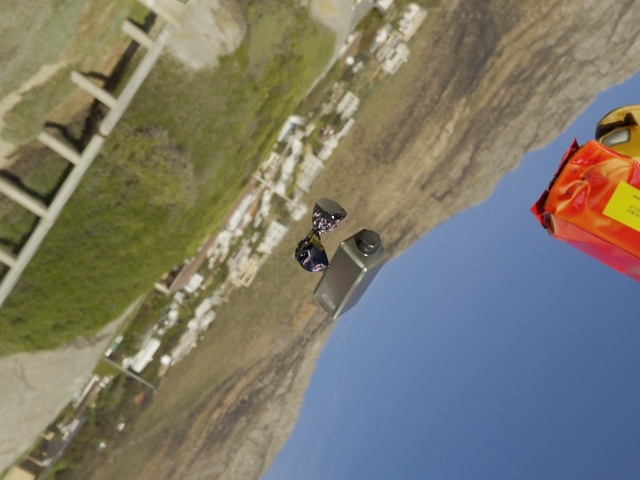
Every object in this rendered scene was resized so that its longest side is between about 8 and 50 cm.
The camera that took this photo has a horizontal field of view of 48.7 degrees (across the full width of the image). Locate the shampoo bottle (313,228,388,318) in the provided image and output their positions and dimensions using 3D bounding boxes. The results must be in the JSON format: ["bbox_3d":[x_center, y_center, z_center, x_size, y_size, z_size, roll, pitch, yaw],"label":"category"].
[{"bbox_3d":[0.063,0.063,1.445,0.079,0.080,0.246,-32,162,-34],"label":"shampoo bottle"}]

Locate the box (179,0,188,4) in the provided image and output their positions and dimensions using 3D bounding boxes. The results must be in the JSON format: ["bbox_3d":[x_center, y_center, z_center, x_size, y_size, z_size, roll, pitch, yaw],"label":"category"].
[{"bbox_3d":[-0.217,-0.460,0.928,0.149,0.155,0.231,-43,-125,25],"label":"box"}]

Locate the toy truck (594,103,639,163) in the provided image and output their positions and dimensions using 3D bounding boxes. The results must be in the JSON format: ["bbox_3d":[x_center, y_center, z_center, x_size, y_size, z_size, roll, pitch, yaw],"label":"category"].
[{"bbox_3d":[0.713,-0.167,1.559,0.287,0.204,0.212,-8,-117,19],"label":"toy truck"}]

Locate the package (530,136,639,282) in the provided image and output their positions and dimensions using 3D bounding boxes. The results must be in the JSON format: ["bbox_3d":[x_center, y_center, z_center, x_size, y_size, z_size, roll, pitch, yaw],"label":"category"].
[{"bbox_3d":[0.627,-0.023,1.348,0.196,0.423,0.123,-59,167,-9],"label":"package"}]

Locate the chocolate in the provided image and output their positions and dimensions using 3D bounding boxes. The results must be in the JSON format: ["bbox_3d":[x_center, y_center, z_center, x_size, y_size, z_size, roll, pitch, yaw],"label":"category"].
[{"bbox_3d":[-0.003,-0.002,1.290,0.070,0.072,0.147,-79,-174,-65],"label":"chocolate"}]
